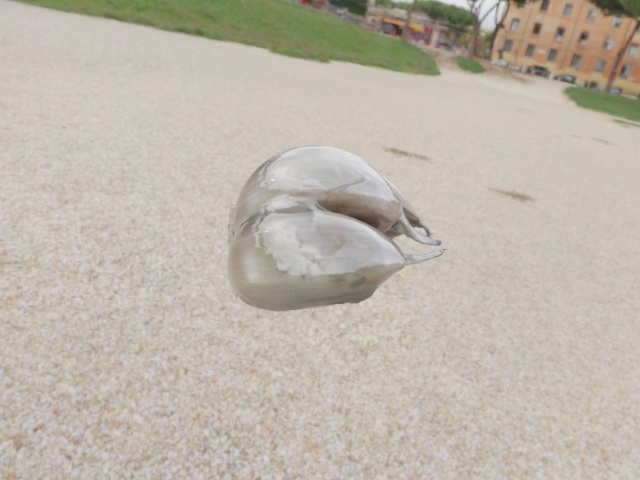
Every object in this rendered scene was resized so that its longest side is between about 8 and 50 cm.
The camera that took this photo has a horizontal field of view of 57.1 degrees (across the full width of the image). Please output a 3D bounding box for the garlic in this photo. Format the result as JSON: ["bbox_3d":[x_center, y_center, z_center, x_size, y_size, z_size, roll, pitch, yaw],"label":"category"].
[{"bbox_3d":[0.000,0.000,0.727,0.291,0.210,0.237,-8,-22,20],"label":"garlic"}]
